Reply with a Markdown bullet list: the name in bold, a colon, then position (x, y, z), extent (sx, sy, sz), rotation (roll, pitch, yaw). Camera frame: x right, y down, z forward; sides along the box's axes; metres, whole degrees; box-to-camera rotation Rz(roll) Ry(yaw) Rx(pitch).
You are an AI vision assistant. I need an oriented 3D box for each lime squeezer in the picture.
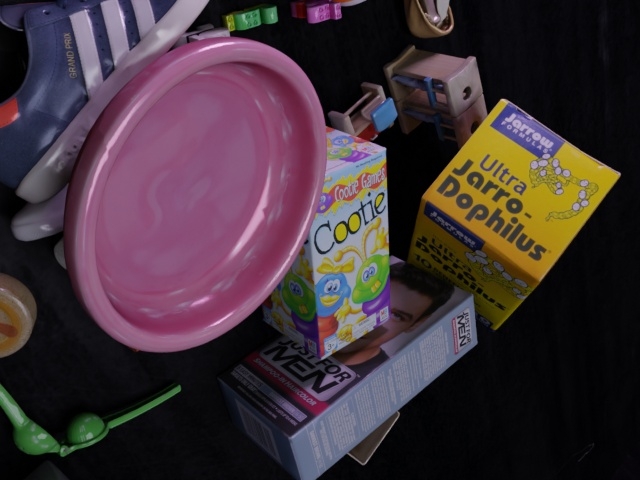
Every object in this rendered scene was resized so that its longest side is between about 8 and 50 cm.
- **lime squeezer**: position (-0.316, 0.214, 0.917), extent (0.310, 0.058, 0.110), rotation (22, 64, -45)

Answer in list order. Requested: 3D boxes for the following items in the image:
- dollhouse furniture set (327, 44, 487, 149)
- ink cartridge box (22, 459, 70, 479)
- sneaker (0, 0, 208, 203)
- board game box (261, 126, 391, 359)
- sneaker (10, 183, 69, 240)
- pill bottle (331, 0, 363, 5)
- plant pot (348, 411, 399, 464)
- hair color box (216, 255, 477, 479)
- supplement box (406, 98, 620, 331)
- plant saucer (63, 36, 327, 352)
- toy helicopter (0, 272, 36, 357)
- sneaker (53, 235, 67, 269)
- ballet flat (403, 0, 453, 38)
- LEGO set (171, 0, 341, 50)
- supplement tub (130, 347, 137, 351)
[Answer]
- **dollhouse furniture set**: position (0.134, -0.175, 1.078), extent (0.183, 0.129, 0.129), rotation (-43, 133, -21)
- **ink cartridge box**: position (-0.378, 0.482, 0.793), extent (0.395, 0.285, 0.166), rotation (-42, 118, -20)
- **sneaker**: position (-0.233, -0.212, 0.733), extent (0.148, 0.131, 0.350), rotation (38, 69, -19)
- **board game box**: position (0.000, 0.000, 1.029), extent (0.144, 0.142, 0.275), rotation (-26, 126, -32)
- **sneaker**: position (-0.261, -0.085, 0.807), extent (0.212, 0.080, 0.094), rotation (-41, 121, -30)
- **pill bottle**: position (0.018, -0.375, 0.905), extent (0.086, 0.086, 0.152), rotation (-51, 135, -12)
- **plant pot**: position (0.051, 0.300, 1.256), extent (0.109, 0.096, 0.109), rotation (-53, 135, -11)
- **hair color box**: position (0.050, 0.185, 1.135), extent (0.374, 0.185, 0.114), rotation (-32, 128, -28)
- **supplement box**: position (0.273, -0.019, 1.129), extent (0.195, 0.194, 0.356), rotation (-50, 166, -12)
- **plant saucer**: position (-0.128, -0.048, 0.758), extent (0.332, 0.084, 0.332), rotation (-34, 138, -37)
- **toy helicopter**: position (-0.399, -0.021, 0.636), extent (0.235, 0.140, 0.355), rotation (-32, 115, 6)
- **sneaker**: position (-0.235, -0.017, 0.847), extent (0.058, 0.152, 0.085), rotation (54, 26, -16)
- **ballet flat**: position (0.142, -0.391, 1.022), extent (0.080, 0.073, 0.232), rotation (-43, 133, -20)
- **LEGO set**: position (-0.063, -0.287, 0.866), extent (0.227, 0.093, 0.087), rotation (-28, 126, -31)
- **supplement tub**: position (-0.174, 0.048, 0.910), extent (0.190, 0.117, 0.117), rotation (-35, 130, -26)
